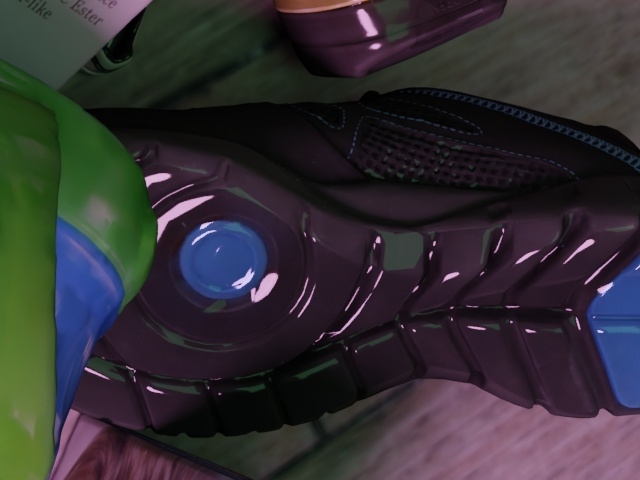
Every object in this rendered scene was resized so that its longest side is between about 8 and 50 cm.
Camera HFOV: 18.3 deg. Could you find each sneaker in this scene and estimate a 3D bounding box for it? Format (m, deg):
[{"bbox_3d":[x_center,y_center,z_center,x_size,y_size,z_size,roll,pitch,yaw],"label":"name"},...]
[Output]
[{"bbox_3d":[0.000,0.000,0.816,0.341,0.140,0.125,6,117,-13],"label":"sneaker"},{"bbox_3d":[-0.079,-0.107,0.794,0.032,0.037,0.083,7,91,-29],"label":"sneaker"}]

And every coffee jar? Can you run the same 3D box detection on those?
[{"bbox_3d":[0.012,-0.163,0.817,0.096,0.079,0.184,-26,109,-26],"label":"coffee jar"}]

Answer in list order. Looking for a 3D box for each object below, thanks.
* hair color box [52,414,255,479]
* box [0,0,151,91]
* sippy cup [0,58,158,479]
[{"bbox_3d":[-0.090,0.254,0.752,0.105,0.174,0.347,28,81,-29],"label":"hair color box"},{"bbox_3d":[-0.146,-0.151,0.589,0.119,0.182,0.181,-42,140,12],"label":"box"},{"bbox_3d":[-0.181,0.069,0.573,0.240,0.305,0.224,8,70,2],"label":"sippy cup"}]
